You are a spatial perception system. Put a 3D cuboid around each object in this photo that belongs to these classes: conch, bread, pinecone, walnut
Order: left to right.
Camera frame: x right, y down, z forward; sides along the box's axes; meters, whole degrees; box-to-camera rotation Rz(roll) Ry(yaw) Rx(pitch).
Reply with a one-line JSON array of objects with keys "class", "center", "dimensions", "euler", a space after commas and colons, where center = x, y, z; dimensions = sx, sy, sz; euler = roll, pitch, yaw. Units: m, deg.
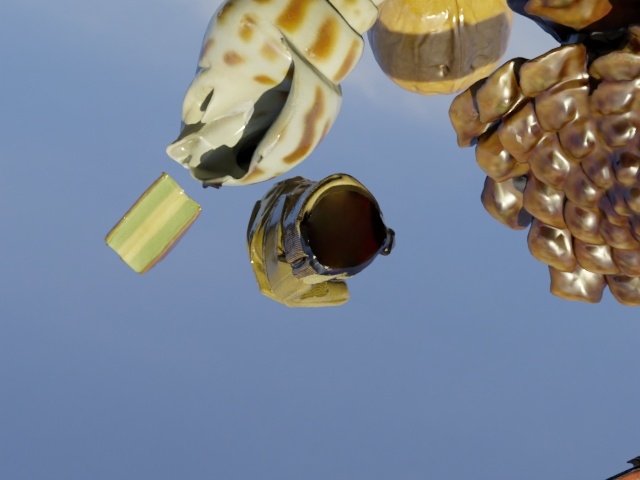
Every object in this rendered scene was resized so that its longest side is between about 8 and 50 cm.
[{"class": "bread", "center": [-0.198, -0.034, 1.601], "dimensions": [0.074, 0.139, 0.084], "euler": [43, -151, -2]}, {"class": "conch", "center": [-0.037, -0.175, 1.283], "dimensions": [0.183, 0.275, 0.149], "euler": [48, -156, 27]}, {"class": "walnut", "center": [0.156, -0.289, 1.635], "dimensions": [0.193, 0.225, 0.193], "euler": [3, -119, -6]}, {"class": "pinecone", "center": [0.306, -0.140, 0.977], "dimensions": [0.384, 0.384, 0.384], "euler": [9, -149, -5]}]

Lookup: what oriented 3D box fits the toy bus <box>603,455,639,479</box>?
[{"class": "toy bus", "center": [0.230, 0.223, 0.979], "dimensions": [0.235, 0.073, 0.096], "euler": [-22, -108, -12]}]

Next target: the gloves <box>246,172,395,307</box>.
[{"class": "gloves", "center": [-0.015, 0.000, 1.459], "dimensions": [0.141, 0.154, 0.331], "euler": [-5, 176, -12]}]
